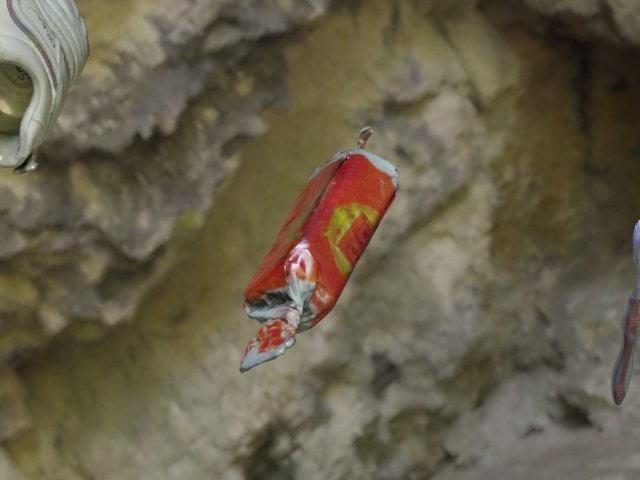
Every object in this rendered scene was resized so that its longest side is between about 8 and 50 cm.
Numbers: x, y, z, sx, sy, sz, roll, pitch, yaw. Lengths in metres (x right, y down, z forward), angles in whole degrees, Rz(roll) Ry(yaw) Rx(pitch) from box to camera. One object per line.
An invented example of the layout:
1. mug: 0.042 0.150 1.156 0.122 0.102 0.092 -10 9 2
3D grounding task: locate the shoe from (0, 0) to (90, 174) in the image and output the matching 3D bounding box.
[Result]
1. shoe: -0.325 -0.212 1.468 0.132 0.210 0.342 -20 -50 18

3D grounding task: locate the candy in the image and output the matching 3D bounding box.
1. candy: 0.000 0.001 1.313 0.086 0.059 0.292 -36 19 46

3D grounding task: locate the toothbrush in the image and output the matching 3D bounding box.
1. toothbrush: 0.196 0.051 1.054 0.013 0.019 0.193 -6 -38 0
